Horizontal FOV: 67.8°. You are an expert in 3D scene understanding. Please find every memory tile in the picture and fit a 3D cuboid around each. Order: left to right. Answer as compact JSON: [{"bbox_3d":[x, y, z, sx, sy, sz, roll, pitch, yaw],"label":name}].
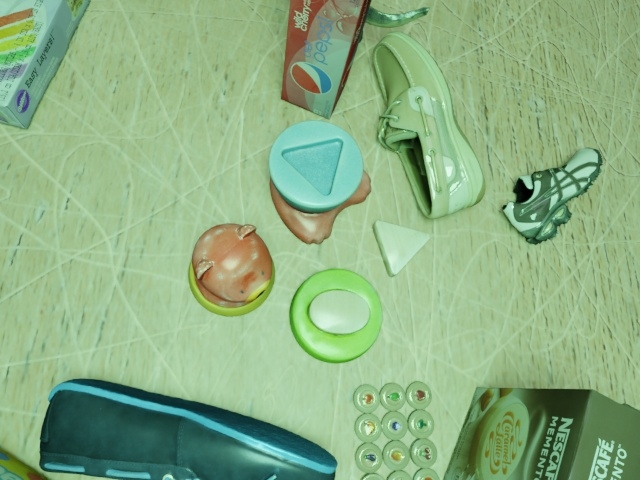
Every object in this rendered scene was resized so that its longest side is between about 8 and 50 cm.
[{"bbox_3d":[0.100,0.266,0.632,0.113,0.012,0.148,0,73,-8],"label":"memory tile"}]

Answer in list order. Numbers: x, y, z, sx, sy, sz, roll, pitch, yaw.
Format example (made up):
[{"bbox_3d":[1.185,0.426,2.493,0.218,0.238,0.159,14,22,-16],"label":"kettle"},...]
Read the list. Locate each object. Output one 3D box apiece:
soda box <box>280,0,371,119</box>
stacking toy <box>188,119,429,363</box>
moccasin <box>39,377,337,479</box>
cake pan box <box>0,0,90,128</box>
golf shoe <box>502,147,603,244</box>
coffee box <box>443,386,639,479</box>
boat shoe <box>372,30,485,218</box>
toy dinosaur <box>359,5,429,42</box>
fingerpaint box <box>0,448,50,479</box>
[{"bbox_3d":[0.007,-0.281,0.653,0.092,0.263,0.084,23,72,0],"label":"soda box"},{"bbox_3d":[0.000,0.000,0.638,0.279,0.130,0.309,34,72,3],"label":"stacking toy"},{"bbox_3d":[-0.154,0.254,0.554,0.341,0.138,0.117,12,76,10],"label":"moccasin"},{"bbox_3d":[-0.511,-0.307,0.692,0.245,0.070,0.267,14,71,-1],"label":"cake pan box"},{"bbox_3d":[0.363,-0.090,0.746,0.093,0.077,0.198,39,71,5],"label":"golf shoe"},{"bbox_3d":[0.249,0.248,0.535,0.098,0.246,0.141,27,71,0],"label":"coffee box"},{"bbox_3d":[0.141,-0.179,0.728,0.098,0.109,0.303,-21,83,-15],"label":"boat shoe"},{"bbox_3d":[0.026,-0.362,0.757,0.267,0.118,0.064,22,65,1],"label":"toy dinosaur"},{"bbox_3d":[-0.393,0.413,0.437,0.444,0.163,0.371,31,72,2],"label":"fingerpaint box"}]
